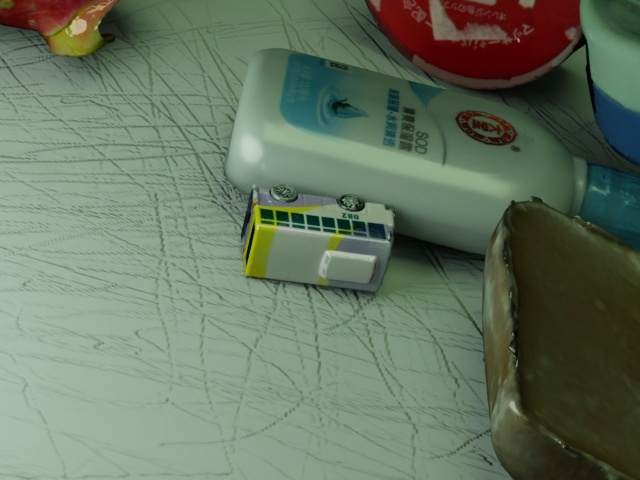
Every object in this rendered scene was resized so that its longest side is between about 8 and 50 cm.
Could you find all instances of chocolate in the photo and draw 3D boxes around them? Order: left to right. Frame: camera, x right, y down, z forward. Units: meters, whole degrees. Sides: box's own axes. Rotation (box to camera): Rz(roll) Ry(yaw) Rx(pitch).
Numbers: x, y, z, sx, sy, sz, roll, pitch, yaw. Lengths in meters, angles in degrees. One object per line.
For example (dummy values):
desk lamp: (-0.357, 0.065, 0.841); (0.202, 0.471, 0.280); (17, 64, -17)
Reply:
chocolate: (0.161, 0.085, 1.078); (0.161, 0.083, 0.261); (30, 33, -12)

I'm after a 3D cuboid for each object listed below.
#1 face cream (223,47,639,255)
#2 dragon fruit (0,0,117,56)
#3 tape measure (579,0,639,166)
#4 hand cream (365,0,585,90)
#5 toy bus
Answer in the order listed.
face cream: (0.101, -0.052, 1.245); (0.336, 0.080, 0.163); (14, 33, -3)
dragon fruit: (-0.222, -0.257, 1.283); (0.224, 0.227, 0.224); (-11, 52, 15)
tape measure: (0.319, -0.153, 1.251); (0.259, 0.138, 0.262); (6, 31, 29)
hand cream: (0.155, -0.250, 1.424); (0.230, 0.230, 0.149); (29, 32, 17)
toy bus: (0.000, 0.000, 1.154); (0.102, 0.052, 0.058); (8, 37, -10)
